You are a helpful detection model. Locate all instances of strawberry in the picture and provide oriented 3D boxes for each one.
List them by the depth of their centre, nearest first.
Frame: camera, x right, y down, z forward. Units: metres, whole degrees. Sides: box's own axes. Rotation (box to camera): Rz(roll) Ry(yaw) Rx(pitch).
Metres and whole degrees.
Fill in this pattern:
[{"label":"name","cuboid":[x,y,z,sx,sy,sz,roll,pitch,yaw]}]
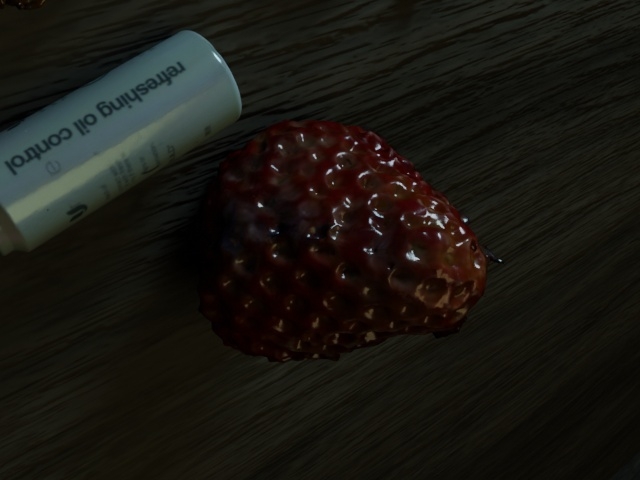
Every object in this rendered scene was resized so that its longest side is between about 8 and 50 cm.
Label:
[{"label":"strawberry","cuboid":[-0.014,0.010,0.753,0.253,0.280,0.150,-49,141,9]}]

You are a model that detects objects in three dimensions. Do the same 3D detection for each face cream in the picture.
[{"label":"face cream","cuboid":[-0.209,-0.057,0.633,0.311,0.092,0.092,-36,140,-20]}]

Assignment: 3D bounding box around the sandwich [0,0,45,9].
[{"label":"sandwich","cuboid":[-0.185,-0.251,0.525,0.235,0.079,0.159,-35,149,-18]}]
